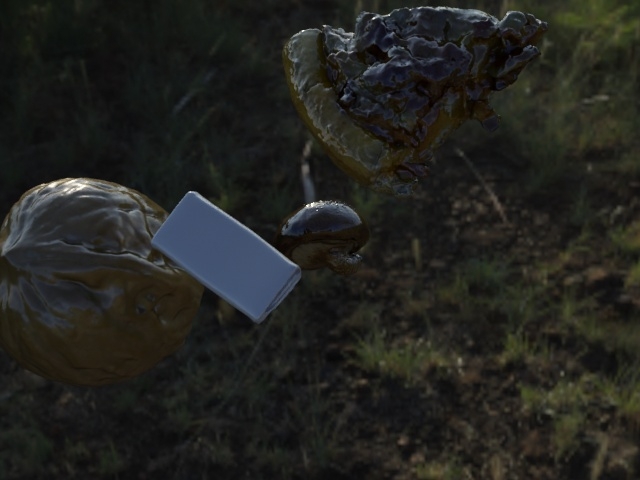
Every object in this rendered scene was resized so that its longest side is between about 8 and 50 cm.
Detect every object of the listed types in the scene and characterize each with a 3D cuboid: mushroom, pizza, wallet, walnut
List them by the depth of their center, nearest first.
[{"bbox_3d":[0.077,-0.123,0.791,0.194,0.069,0.154,-26,55,-7],"label":"pizza"},{"bbox_3d":[-0.079,0.014,0.930,0.122,0.025,0.061,35,78,19],"label":"wallet"},{"bbox_3d":[-0.217,0.038,1.037,0.213,0.213,0.213,-4,32,2],"label":"walnut"},{"bbox_3d":[0.000,0.000,1.383,0.127,0.127,0.087,-10,65,-7],"label":"mushroom"}]
